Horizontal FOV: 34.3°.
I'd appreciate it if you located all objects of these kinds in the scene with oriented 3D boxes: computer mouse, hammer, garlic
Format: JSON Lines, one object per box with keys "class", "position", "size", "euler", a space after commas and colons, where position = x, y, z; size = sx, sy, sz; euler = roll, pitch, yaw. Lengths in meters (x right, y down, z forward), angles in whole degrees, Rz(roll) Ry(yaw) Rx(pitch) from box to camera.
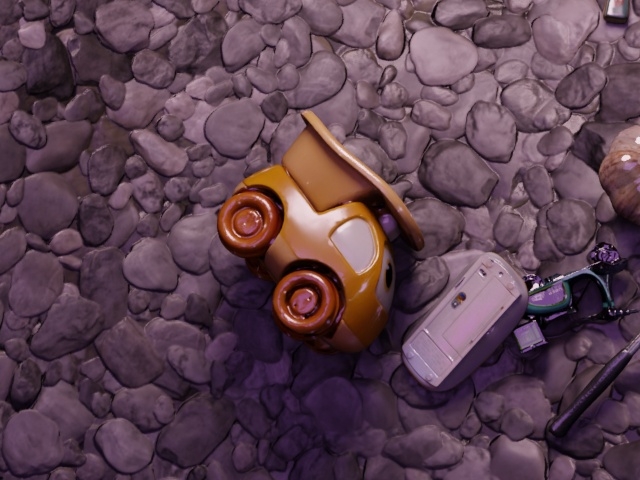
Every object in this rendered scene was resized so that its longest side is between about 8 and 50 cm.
{"class": "computer mouse", "position": [0.186, 0.106, 1.337], "size": [0.102, 0.045, 0.199], "euler": [48, 113, 28]}
{"class": "hammer", "position": [0.377, 0.155, 1.297], "size": [0.103, 0.029, 0.246], "euler": [33, 101, -25]}
{"class": "garlic", "position": [0.429, -0.076, 1.311], "size": [0.159, 0.102, 0.147], "euler": [13, 68, 2]}

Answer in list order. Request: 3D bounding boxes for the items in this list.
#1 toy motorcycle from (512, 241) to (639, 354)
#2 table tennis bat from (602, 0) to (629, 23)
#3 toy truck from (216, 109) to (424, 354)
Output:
{"class": "toy motorcycle", "position": [0.320, 0.073, 1.327], "size": [0.173, 0.058, 0.100], "euler": [-24, 82, 7]}
{"class": "table tennis bat", "position": [0.422, -0.428, 1.423], "size": [0.154, 0.021, 0.274], "euler": [8, 79, 13]}
{"class": "toy truck", "position": [0.000, 0.000, 1.331], "size": [0.211, 0.204, 0.288], "euler": [-39, 72, 0]}
